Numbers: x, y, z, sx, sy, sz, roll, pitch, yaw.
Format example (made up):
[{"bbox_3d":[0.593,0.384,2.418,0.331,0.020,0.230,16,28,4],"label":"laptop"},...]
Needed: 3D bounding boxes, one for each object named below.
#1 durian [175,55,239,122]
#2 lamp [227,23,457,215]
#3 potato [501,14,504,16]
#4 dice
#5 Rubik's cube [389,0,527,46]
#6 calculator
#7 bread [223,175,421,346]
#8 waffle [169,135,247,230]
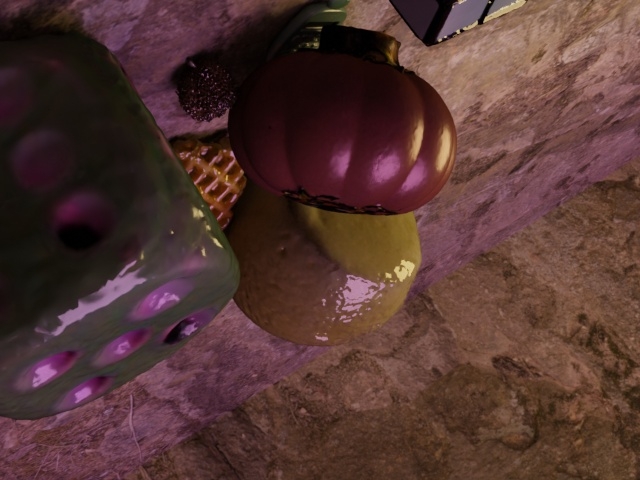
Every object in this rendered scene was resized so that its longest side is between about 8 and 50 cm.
[{"bbox_3d":[-0.147,-0.193,1.694,0.080,0.080,0.091,-34,123,1],"label":"durian"},{"bbox_3d":[0.034,-0.157,1.755,0.305,0.305,0.240,17,85,-69],"label":"lamp"},{"bbox_3d":[0.268,-0.362,2.045,0.092,0.045,0.047,-19,122,-48],"label":"potato"},{"bbox_3d":[-0.293,-0.014,1.465,0.318,0.322,0.330,-33,162,-4],"label":"dice"},{"bbox_3d":[0.170,-0.371,1.618,0.183,0.167,0.180,-27,162,-28],"label":"Rubik's cube"},{"bbox_3d":[-0.015,-0.279,1.777,0.095,0.021,0.153,-13,154,-51],"label":"calculator"},{"bbox_3d":[-0.005,0.007,2.086,0.320,0.321,0.237,-20,158,-40],"label":"bread"},{"bbox_3d":[-0.212,-0.045,1.920,0.254,0.052,0.245,-21,143,-38],"label":"waffle"}]
